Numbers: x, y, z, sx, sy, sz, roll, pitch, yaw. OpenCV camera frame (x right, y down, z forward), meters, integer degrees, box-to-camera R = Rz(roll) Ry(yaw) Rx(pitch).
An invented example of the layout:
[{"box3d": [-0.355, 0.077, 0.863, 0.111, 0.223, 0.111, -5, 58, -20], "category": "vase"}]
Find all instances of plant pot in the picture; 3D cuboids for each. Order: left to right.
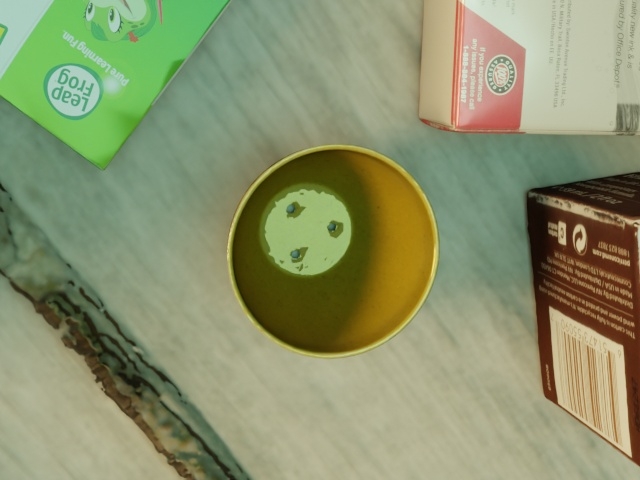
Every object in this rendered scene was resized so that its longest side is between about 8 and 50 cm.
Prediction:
[{"box3d": [0.000, 0.000, 0.678, 0.134, 0.095, 0.134, -2, 100, -12], "category": "plant pot"}]

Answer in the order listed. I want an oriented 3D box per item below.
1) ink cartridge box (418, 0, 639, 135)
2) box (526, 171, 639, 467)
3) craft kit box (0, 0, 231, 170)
[{"box3d": [0.184, -0.152, 0.695, 0.218, 0.092, 0.158, 0, 100, -11], "category": "ink cartridge box"}, {"box3d": [0.271, 0.039, 0.708, 0.203, 0.168, 0.167, -10, 101, -11], "category": "box"}, {"box3d": [-0.160, -0.214, 0.628, 0.250, 0.061, 0.246, 37, 93, -16], "category": "craft kit box"}]
